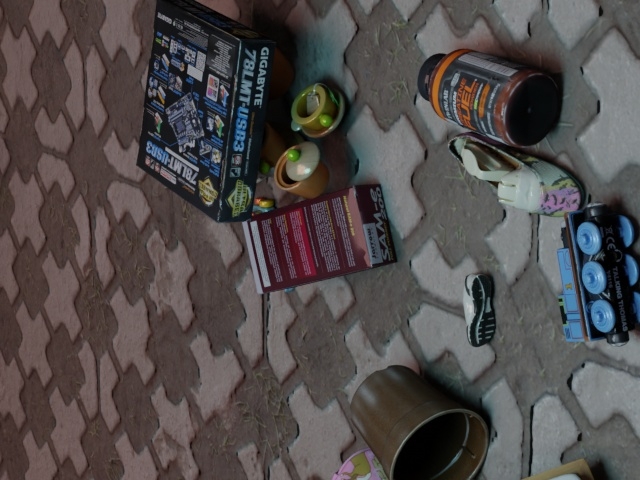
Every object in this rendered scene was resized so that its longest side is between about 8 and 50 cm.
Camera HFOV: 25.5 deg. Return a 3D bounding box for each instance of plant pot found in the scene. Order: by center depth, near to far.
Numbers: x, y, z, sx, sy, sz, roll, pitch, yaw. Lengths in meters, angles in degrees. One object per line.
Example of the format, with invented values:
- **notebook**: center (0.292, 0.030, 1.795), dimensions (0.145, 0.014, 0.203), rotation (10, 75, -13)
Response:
- **plant pot**: center (0.135, 0.278, 2.093), dimensions (0.165, 0.167, 0.167), rotation (43, 132, 51)

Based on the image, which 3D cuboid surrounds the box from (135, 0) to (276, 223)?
- **box**: center (-0.188, -0.212, 2.254), dimensions (0.295, 0.073, 0.293), rotation (33, 121, 51)

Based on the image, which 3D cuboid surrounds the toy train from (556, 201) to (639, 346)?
- **toy train**: center (0.347, 0.044, 1.788), dimensions (0.105, 0.080, 0.184), rotation (-10, 91, 61)

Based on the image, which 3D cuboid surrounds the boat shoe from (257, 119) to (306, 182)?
- **boat shoe**: center (-0.114, -0.144, 2.395), dimensions (0.277, 0.098, 0.096), rotation (21, 142, 43)

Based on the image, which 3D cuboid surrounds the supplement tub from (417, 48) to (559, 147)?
- **supplement tub**: center (0.216, -0.195, 1.884), dimensions (0.198, 0.106, 0.106), rotation (27, 120, 49)

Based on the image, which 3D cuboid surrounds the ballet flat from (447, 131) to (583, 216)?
- **ballet flat**: center (0.249, -0.087, 1.889), dimensions (0.221, 0.079, 0.077), rotation (38, 127, 44)

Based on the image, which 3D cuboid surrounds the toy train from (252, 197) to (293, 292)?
- **toy train**: center (-0.092, 0.006, 2.430), dimensions (0.166, 0.046, 0.125), rotation (57, 139, 29)

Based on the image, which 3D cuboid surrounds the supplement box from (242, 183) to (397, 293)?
- **supplement box**: center (-0.004, -0.001, 2.227), dimensions (0.239, 0.073, 0.130), rotation (-14, 87, 39)

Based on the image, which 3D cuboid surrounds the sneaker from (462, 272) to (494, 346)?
- **sneaker**: center (0.223, 0.098, 2.020), dimensions (0.044, 0.040, 0.109), rotation (-152, 62, -68)

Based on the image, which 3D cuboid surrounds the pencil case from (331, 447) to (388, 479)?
- **pencil case**: center (0.157, 0.483, 2.087), dimensions (0.386, 0.167, 0.160), rotation (48, 167, 34)

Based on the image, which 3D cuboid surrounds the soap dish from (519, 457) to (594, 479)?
- **soap dish**: center (0.256, 0.445, 1.875), dimensions (0.118, 0.291, 0.229), rotation (40, -151, -76)

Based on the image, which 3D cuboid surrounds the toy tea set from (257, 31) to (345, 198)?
- **toy tea set**: center (-0.085, -0.203, 2.228), dimensions (0.200, 0.124, 0.336), rotation (-56, 44, 3)
